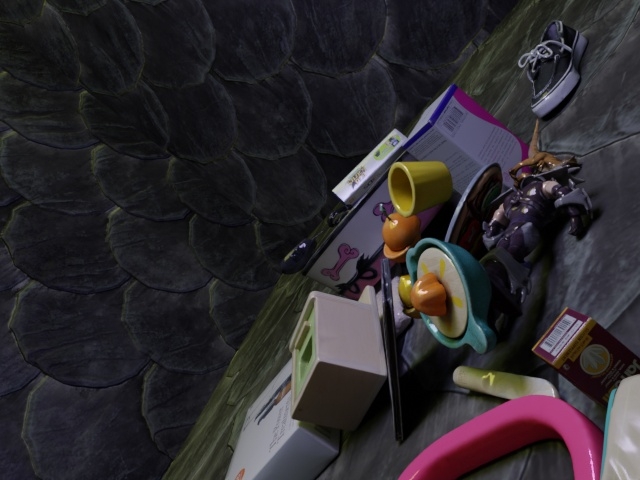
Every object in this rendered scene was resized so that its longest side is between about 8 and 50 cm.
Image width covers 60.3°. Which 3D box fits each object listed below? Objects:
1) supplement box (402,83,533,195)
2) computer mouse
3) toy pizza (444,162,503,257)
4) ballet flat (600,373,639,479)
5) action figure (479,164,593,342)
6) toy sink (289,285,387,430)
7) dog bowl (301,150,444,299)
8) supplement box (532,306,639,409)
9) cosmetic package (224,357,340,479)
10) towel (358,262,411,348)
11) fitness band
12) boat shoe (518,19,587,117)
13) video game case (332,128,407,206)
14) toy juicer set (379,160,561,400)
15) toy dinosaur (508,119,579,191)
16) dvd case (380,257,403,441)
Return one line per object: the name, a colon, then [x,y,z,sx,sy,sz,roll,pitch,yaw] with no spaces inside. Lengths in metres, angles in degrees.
supplement box: [0.287,-0.171,1.054,0.111,0.220,0.114,-55,6,-24]
computer mouse: [0.000,0.000,1.329,0.242,0.041,0.071,-43,-24,-9]
toy pizza: [0.271,-0.035,0.944,0.201,0.032,0.201,-39,-36,-37]
ballet flat: [0.215,0.193,0.357,0.248,0.086,0.086,-56,8,-34]
action figure: [0.284,-0.001,0.784,0.285,0.099,0.185,-53,-1,-31]
toy sink: [0.022,0.191,0.994,0.234,0.131,0.153,-91,19,-55]
dog bowl: [0.141,-0.026,1.336,0.408,0.150,0.408,-48,-3,-3]
supplement box: [0.246,0.109,0.500,0.055,0.083,0.043,-52,8,2]
cosmetic package: [-0.074,0.390,1.150,0.284,0.097,0.377,-54,7,16]
towel: [0.121,0.161,1.190,0.187,0.049,0.282,-51,7,19]
fitness band: [0.147,0.261,0.524,0.291,0.054,0.209,-46,10,37]
boat shoe: [0.500,-0.387,1.199,0.306,0.105,0.113,-57,8,-31]
video game case: [0.183,-0.156,1.594,0.244,0.061,0.269,-44,-31,3]
toy juicer set: [0.144,0.079,0.691,0.089,0.329,0.209,-13,-24,-18]
toy dinosaur: [0.386,-0.136,0.969,0.112,0.064,0.211,-33,21,11]
dvd case: [0.106,0.158,0.830,0.164,0.018,0.222,-73,-22,-71]
